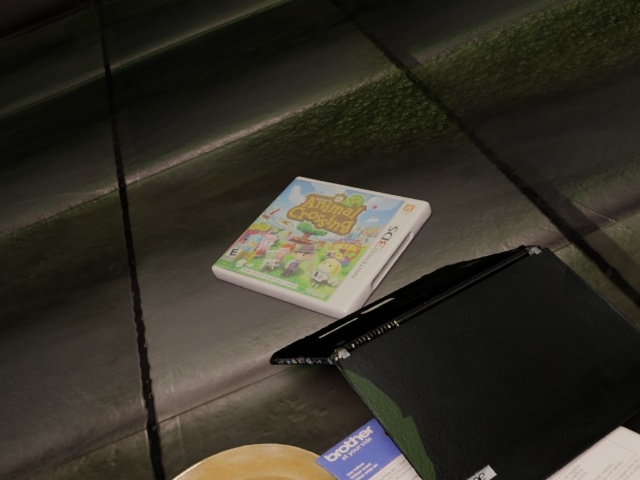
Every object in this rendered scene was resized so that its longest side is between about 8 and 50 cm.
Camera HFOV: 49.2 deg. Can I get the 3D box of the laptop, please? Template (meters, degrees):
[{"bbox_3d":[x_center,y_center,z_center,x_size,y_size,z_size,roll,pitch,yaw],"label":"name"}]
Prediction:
[{"bbox_3d":[0.116,0.110,0.620,0.234,0.136,0.264,-24,0,-24],"label":"laptop"}]

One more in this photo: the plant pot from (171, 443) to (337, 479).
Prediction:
[{"bbox_3d":[-0.065,0.277,0.569,0.236,0.032,0.236,-12,39,10],"label":"plant pot"}]

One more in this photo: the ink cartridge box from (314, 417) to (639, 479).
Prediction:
[{"bbox_3d":[0.158,0.198,0.493,0.186,0.065,0.311,-28,30,-27],"label":"ink cartridge box"}]

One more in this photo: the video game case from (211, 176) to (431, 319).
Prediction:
[{"bbox_3d":[0.000,0.000,0.870,0.212,0.023,0.193,14,50,36],"label":"video game case"}]
